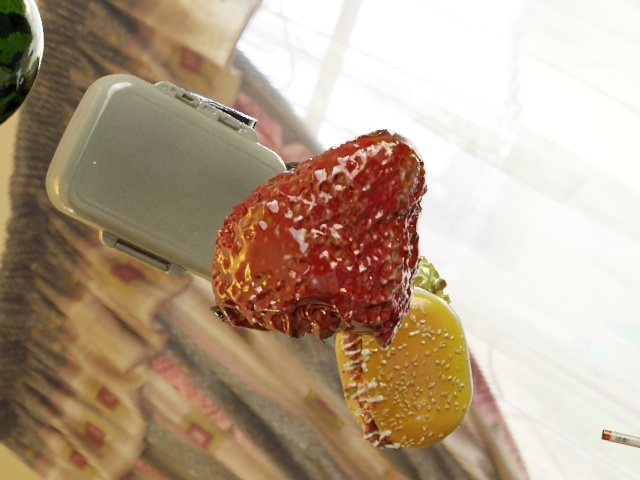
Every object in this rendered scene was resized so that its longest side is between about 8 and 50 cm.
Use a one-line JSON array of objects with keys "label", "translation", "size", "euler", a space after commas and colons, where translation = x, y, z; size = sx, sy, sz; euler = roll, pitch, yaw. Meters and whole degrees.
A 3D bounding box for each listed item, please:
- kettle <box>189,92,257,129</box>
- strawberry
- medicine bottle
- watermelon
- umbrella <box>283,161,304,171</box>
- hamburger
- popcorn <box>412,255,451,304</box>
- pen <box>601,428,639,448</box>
[{"label": "kettle", "translation": [-0.221, -0.158, 2.232], "size": [0.144, 0.202, 0.232], "euler": [37, 105, 60]}, {"label": "strawberry", "translation": [0.004, 0.000, 1.276], "size": [0.261, 0.261, 0.258], "euler": [-4, -83, -72]}, {"label": "medicine bottle", "translation": [-0.248, -0.097, 1.818], "size": [0.123, 0.375, 0.282], "euler": [13, 78, 59]}, {"label": "watermelon", "translation": [-0.505, -0.266, 1.432], "size": [0.285, 0.285, 0.285], "euler": [-53, -16, -22]}, {"label": "umbrella", "translation": [-0.103, -0.127, 1.985], "size": [0.044, 0.269, 0.044], "euler": [-28, -65, -70]}, {"label": "hamburger", "translation": [0.147, 0.221, 1.910], "size": [0.151, 0.227, 0.295], "euler": [-63, -38, -75]}, {"label": "popcorn", "translation": [0.194, 0.105, 2.233], "size": [0.135, 0.162, 0.141], "euler": [61, -143, -39]}, {"label": "pen", "translation": [0.709, 0.434, 2.321], "size": [0.028, 0.239, 0.028], "euler": [13, -90, -89]}]
